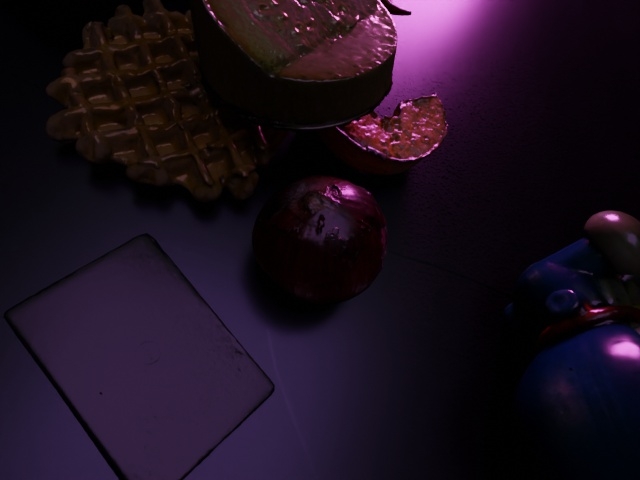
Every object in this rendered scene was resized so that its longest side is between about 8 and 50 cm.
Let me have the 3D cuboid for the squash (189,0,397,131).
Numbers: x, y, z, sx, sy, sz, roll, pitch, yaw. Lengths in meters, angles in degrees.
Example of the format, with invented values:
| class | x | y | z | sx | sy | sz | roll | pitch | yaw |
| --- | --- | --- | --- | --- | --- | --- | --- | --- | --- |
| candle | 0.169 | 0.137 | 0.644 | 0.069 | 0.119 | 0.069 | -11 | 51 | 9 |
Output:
| class | x | y | z | sx | sy | sz | roll | pitch | yaw |
| --- | --- | --- | --- | --- | --- | --- | --- | --- | --- |
| squash | -0.015 | -0.218 | 0.410 | 0.220 | 0.133 | 0.220 | 5 | 60 | -9 |

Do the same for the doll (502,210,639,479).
| class | x | y | z | sx | sy | sz | roll | pitch | yaw |
| --- | --- | --- | --- | --- | --- | --- | --- | --- | --- |
| doll | 0.268 | 0.142 | 0.372 | 0.198 | 0.186 | 0.322 | 42 | 36 | -30 |

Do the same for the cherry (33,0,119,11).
| class | x | y | z | sx | sy | sz | roll | pitch | yaw |
| --- | --- | --- | --- | --- | --- | --- | --- | --- | --- |
| cherry | -0.283 | -0.340 | 0.457 | 0.176 | 0.140 | 0.176 | 26 | 43 | -27 |

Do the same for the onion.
| class | x | y | z | sx | sy | sz | roll | pitch | yaw |
| --- | --- | --- | --- | --- | --- | --- | --- | --- | --- |
| onion | 0.000 | 0.000 | 0.392 | 0.131 | 0.131 | 0.131 | 7 | 63 | -14 |

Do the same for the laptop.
| class | x | y | z | sx | sy | sz | roll | pitch | yaw |
| --- | --- | --- | --- | --- | --- | --- | --- | --- | --- |
| laptop | -0.149 | 0.098 | 0.356 | 0.135 | 0.016 | 0.197 | -36 | 81 | -30 |

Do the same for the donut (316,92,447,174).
| class | x | y | z | sx | sy | sz | roll | pitch | yaw |
| --- | --- | --- | --- | --- | --- | --- | --- | --- | --- |
| donut | 0.060 | -0.150 | 0.509 | 0.181 | 0.078 | 0.146 | 30 | 61 | -8 |

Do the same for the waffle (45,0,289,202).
| class | x | y | z | sx | sy | sz | roll | pitch | yaw |
| --- | --- | --- | --- | --- | --- | --- | --- | --- | --- |
| waffle | -0.150 | -0.167 | 0.460 | 0.250 | 0.056 | 0.261 | 22 | 62 | -5 |

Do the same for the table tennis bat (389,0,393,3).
| class | x | y | z | sx | sy | sz | roll | pitch | yaw |
| --- | --- | --- | --- | --- | --- | --- | --- | --- | --- |
| table tennis bat | 0.023 | -0.443 | 0.668 | 0.154 | 0.021 | 0.274 | -12 | 70 | -18 |

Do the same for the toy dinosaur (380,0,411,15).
| class | x | y | z | sx | sy | sz | roll | pitch | yaw |
| --- | --- | --- | --- | --- | --- | --- | --- | --- | --- |
| toy dinosaur | -0.036 | -0.495 | 0.565 | 0.097 | 0.208 | 0.432 | -38 | 73 | -10 |
